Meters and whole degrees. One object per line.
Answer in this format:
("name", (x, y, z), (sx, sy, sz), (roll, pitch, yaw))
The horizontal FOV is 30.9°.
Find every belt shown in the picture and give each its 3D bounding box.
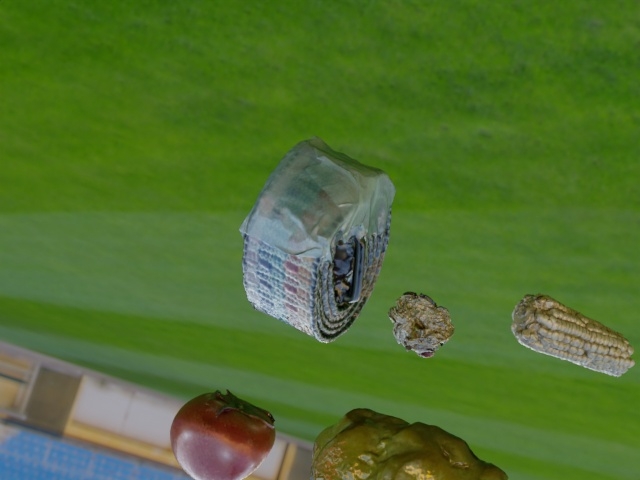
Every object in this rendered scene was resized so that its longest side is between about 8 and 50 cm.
("belt", (0.000, 0.000, 1.504), (0.150, 0.207, 0.258), (23, 130, 22))

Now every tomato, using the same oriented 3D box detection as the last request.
("tomato", (-0.163, 0.323, 1.871), (0.167, 0.167, 0.167), (16, 168, 3))

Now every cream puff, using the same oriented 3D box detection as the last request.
("cream puff", (0.097, 0.325, 1.292), (0.281, 0.185, 0.282), (25, 150, 16))

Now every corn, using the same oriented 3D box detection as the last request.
("corn", (0.386, 0.145, 1.779), (0.210, 0.087, 0.087), (22, 167, -26))

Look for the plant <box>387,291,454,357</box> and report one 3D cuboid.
("plant", (0.180, 0.150, 2.044), (0.117, 0.104, 0.122), (56, -177, 19))
